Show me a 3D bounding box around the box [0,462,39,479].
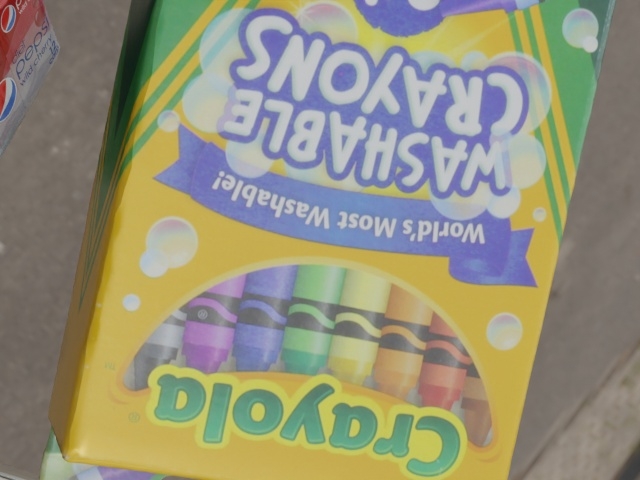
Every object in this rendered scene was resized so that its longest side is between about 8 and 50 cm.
[{"bbox_3d":[-0.237,0.266,0.922,0.094,0.113,0.275,25,78,-35],"label":"box"}]

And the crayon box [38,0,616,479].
[{"bbox_3d":[0.000,0.000,0.699,0.083,0.203,0.323,-152,-106,-74],"label":"crayon box"}]

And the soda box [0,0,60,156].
[{"bbox_3d":[-0.281,-0.134,0.849,0.092,0.263,0.083,82,29,-58],"label":"soda box"}]
